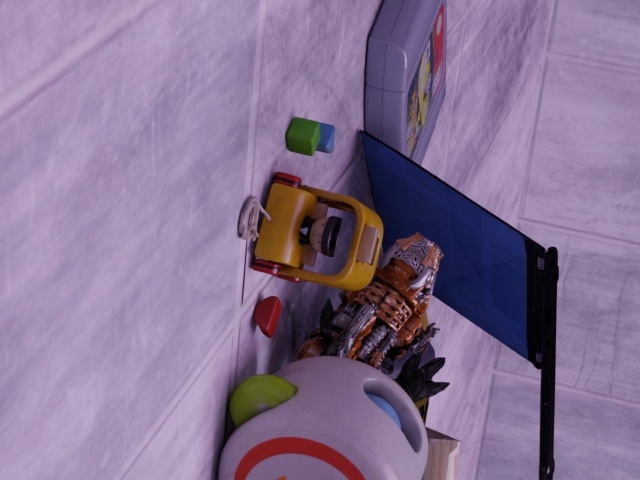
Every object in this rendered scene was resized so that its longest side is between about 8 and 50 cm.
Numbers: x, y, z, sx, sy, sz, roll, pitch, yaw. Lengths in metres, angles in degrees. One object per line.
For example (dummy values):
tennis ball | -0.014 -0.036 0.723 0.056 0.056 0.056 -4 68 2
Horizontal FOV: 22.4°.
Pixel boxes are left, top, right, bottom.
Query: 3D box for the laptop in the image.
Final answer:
laptop | 0.165 0.134 1.937 0.382 0.236 0.407 74 19 -64

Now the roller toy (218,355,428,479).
roller toy | 0.006 0.222 1.620 0.146 0.191 0.209 -57 156 -58

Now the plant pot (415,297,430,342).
plant pot | 0.108 0.119 2.217 0.081 0.081 0.083 -13 105 -75

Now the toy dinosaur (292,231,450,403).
toy dinosaur | 0.024 0.131 1.753 0.322 0.164 0.218 -35 169 10

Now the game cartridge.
game cartridge | 0.104 -0.192 1.958 0.294 0.060 0.196 83 27 -55

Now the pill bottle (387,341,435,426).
pill bottle | 0.080 0.226 2.105 0.119 0.119 0.208 -55 155 -59

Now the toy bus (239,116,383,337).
toy bus | 0.004 -0.004 1.588 0.202 0.104 0.191 -64 162 -46

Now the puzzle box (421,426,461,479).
puzzle box | 0.111 0.462 2.263 0.272 0.052 0.408 -174 -90 -75
